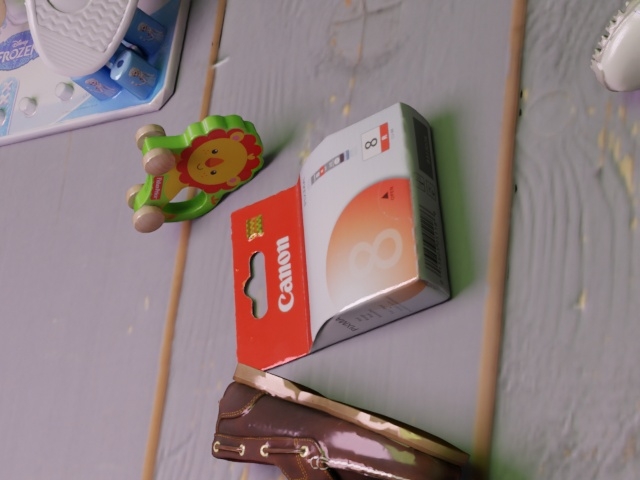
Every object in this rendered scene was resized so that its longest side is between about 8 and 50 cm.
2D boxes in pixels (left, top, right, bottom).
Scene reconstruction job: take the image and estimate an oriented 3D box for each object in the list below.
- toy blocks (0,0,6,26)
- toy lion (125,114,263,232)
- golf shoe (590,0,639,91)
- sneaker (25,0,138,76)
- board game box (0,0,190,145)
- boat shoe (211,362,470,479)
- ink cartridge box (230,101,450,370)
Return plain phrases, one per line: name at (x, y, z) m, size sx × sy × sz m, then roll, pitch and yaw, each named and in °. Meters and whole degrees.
toy blocks at (-0.301, -0.257, 1.499) m, size 0.123 × 0.054 × 0.148 m, roll -49°, pitch 45°, yaw 10°
toy lion at (-0.091, -0.052, 1.278) m, size 0.100 × 0.096 × 0.034 m, roll 107°, pitch 151°, yaw -45°
golf shoe at (0.249, -0.131, 1.052) m, size 0.176 × 0.069 × 0.086 m, roll -34°, pitch 56°, yaw 22°
sneaker at (-0.190, -0.258, 1.406) m, size 0.151 × 0.094 × 0.256 m, roll -165°, pitch 78°, yaw -82°
board game box at (-0.264, -0.270, 1.548) m, size 0.390 × 0.050 × 0.390 m, roll -9°, pitch 63°, yaw 36°
boat shoe at (0.008, 0.137, 1.104) m, size 0.207 × 0.073 × 0.073 m, roll 13°, pitch 78°, yaw 49°
ink cartridge box at (0.000, 0.000, 1.199) m, size 0.179 × 0.045 × 0.145 m, roll -22°, pitch 55°, yaw 26°
